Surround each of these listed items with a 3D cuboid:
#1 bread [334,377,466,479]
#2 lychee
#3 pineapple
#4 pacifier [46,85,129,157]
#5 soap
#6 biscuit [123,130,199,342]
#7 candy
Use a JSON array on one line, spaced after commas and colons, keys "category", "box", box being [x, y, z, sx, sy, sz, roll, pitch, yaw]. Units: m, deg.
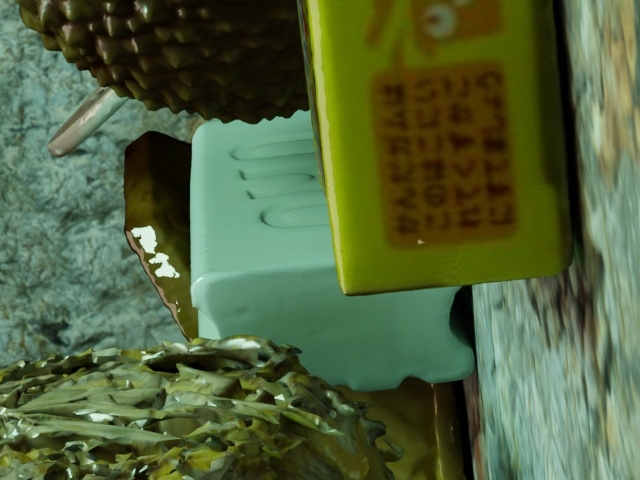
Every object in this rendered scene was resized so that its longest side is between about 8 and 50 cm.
[{"category": "bread", "box": [0.026, 0.199, 1.274, 0.119, 0.152, 0.288, 127, 136, -80]}, {"category": "lychee", "box": [-0.064, -0.190, 1.172, 0.267, 0.267, 0.268, 174, 90, -89]}, {"category": "pineapple", "box": [-0.091, 0.214, 0.998, 0.352, 0.352, 0.300, -100, 4, -74]}, {"category": "pacifier", "box": [-0.061, -0.164, 1.431, 0.273, 0.332, 0.220, 47, -176, 26]}, {"category": "soap", "box": [0.000, 0.000, 1.236, 0.265, 0.159, 0.088, -98, 3, -68]}, {"category": "biscuit", "box": [-0.027, 0.058, 1.533, 0.359, 0.046, 0.359, 47, -166, -16]}, {"category": "candy", "box": [0.037, -0.074, 0.810, 0.276, 0.088, 0.146, -97, 0, -79]}]
